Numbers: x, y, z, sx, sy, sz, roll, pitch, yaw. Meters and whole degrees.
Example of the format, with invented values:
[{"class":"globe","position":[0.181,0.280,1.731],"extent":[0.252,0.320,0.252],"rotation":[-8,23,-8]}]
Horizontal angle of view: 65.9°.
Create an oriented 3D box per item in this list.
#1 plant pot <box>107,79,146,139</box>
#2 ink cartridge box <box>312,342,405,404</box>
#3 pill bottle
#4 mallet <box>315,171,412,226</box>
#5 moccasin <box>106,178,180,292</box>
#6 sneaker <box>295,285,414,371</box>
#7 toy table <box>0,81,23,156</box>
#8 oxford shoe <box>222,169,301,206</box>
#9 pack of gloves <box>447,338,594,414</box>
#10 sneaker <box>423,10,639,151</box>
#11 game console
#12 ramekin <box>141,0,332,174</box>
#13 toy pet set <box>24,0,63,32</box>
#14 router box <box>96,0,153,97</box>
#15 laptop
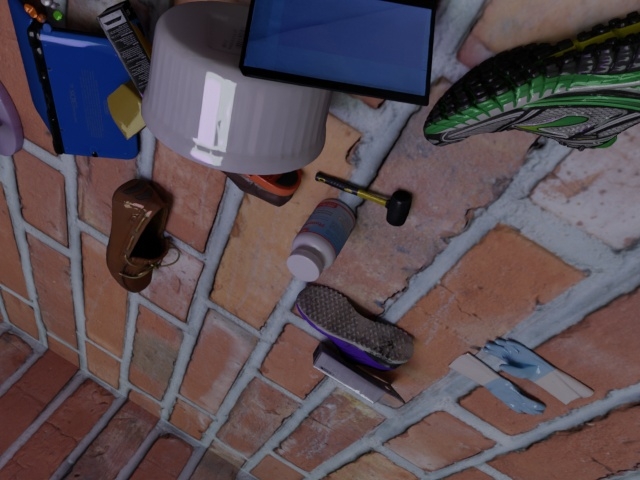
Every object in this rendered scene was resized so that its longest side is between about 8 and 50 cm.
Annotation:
[{"class":"plant pot","position":[-0.358,-0.260,0.954],"extent":[0.082,0.081,0.083],"rotation":[-29,112,21]},{"class":"ink cartridge box","position":[0.084,0.335,1.211],"extent":[0.224,0.045,0.223],"rotation":[30,174,3]},{"class":"pill bottle","position":[0.000,0.000,0.939],"extent":[0.087,0.160,0.087],"rotation":[17,136,17]},{"class":"mallet","position":[0.076,-0.079,0.916],"extent":[0.190,0.039,0.062],"rotation":[18,134,22]},{"class":"moccasin","position":[-0.450,0.015,1.266],"extent":[0.147,0.139,0.380],"rotation":[36,130,10]},{"class":"sneaker","position":[0.061,0.226,1.165],"extent":[0.293,0.102,0.146],"rotation":[31,143,4]},{"class":"toy table","position":[-0.862,-0.288,1.197],"extent":[0.252,0.161,0.274],"rotation":[18,138,17]},{"class":"oxford shoe","position":[-0.172,-0.151,0.954],"extent":[0.271,0.097,0.098],"rotation":[34,145,-2]},{"class":"pack of gloves","position":[0.420,0.311,1.068],"extent":[0.232,0.046,0.195],"rotation":[33,138,0]},{"class":"sneaker","position":[0.293,-0.165,0.620],"extent":[0.344,0.134,0.146],"rotation":[-6,127,35]},{"class":"game console","position":[-0.510,-0.338,1.031],"extent":[0.250,0.173,0.293],"rotation":[3,140,-14]},{"class":"ramekin","position":[-0.110,-0.230,0.710],"extent":[0.277,0.277,0.135],"rotation":[27,131,7]},{"class":"toy pet set","position":[-0.466,-0.448,0.864],"extent":[0.122,0.065,0.114],"rotation":[-38,104,16]},{"class":"router box","position":[-0.308,-0.321,0.823],"extent":[0.046,0.179,0.133],"rotation":[-25,123,-3]},{"class":"laptop","position":[0.039,-0.319,0.554],"extent":[0.234,0.136,0.264],"rotation":[8,130,-5]}]
